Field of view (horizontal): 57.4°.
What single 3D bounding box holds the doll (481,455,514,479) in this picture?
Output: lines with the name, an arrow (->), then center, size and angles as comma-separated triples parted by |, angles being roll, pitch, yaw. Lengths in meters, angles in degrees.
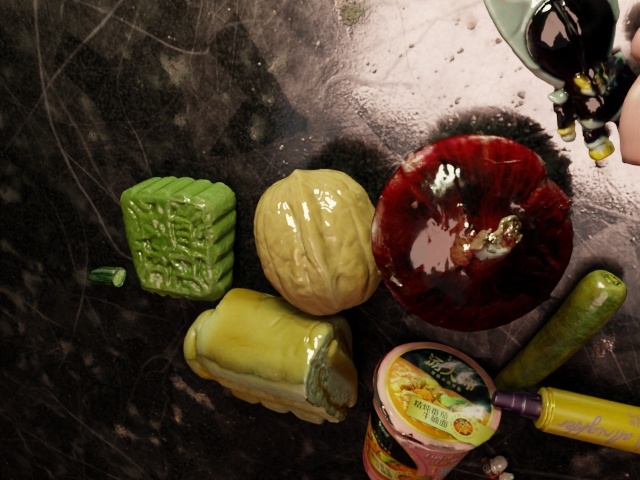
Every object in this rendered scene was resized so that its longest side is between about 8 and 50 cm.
doll -> 0.365, 0.475, 1.192 | 0.058, 0.040, 0.085 | -20, 105, 20

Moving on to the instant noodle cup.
instant noodle cup -> 0.187, 0.360, 1.115 | 0.243, 0.244, 0.255 | 23, 130, 12

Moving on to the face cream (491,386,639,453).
face cream -> 0.437, 0.303, 1.016 | 0.273, 0.078, 0.078 | 12, 120, 4

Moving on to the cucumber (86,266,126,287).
cucumber -> -0.508, 0.084, 1.379 | 0.105, 0.048, 0.048 | 1, 115, 29

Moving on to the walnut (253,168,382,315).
walnut -> 0.000, 0.000, 1.007 | 0.224, 0.225, 0.261 | -9, 109, 27

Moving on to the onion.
onion -> 0.228, -0.001, 0.882 | 0.313, 0.232, 0.314 | 1, 107, 3

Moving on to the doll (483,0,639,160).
doll -> 0.349, -0.258, 0.790 | 0.145, 0.103, 0.316 | -21, 111, 37

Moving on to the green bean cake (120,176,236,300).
green bean cake -> -0.279, 0.001, 1.185 | 0.222, 0.125, 0.248 | 6, 117, 21

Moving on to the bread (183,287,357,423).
bread -> -0.094, 0.213, 1.160 | 0.341, 0.210, 0.301 | 6, 150, 27

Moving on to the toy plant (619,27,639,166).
toy plant -> 0.458, -0.250, 0.681 | 0.316, 0.210, 0.357 | 10, 110, 13

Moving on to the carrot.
carrot -> 0.393, 0.191, 1.017 | 0.074, 0.074, 0.359 | 32, 125, 6
